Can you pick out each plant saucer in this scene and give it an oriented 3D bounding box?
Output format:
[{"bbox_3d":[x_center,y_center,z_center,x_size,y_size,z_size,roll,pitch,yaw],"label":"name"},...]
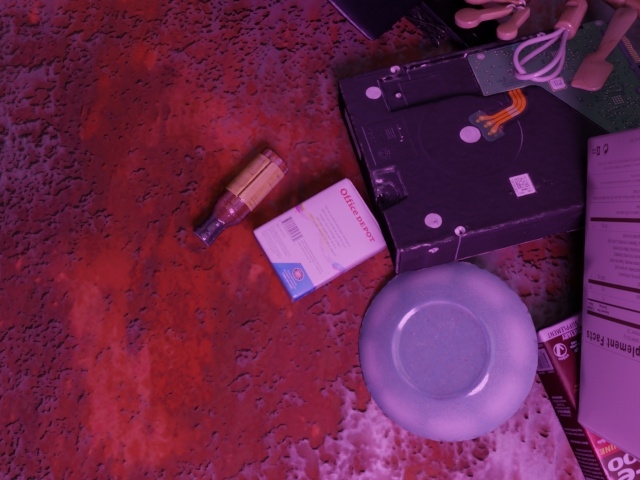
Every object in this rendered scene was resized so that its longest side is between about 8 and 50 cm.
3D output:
[{"bbox_3d":[0.129,0.115,0.878,0.195,0.037,0.195,-3,81,18],"label":"plant saucer"}]

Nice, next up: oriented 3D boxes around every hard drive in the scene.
[{"bbox_3d":[0.211,-0.112,0.913,0.339,0.064,0.237,-15,62,-5],"label":"hard drive"}]

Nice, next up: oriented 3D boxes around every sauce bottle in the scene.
[{"bbox_3d":[-0.091,-0.048,0.931,0.042,0.042,0.128,44,80,6],"label":"sauce bottle"}]

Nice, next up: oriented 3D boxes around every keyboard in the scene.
[{"bbox_3d":[0.125,-0.291,1.000,0.192,0.038,0.100,47,57,8],"label":"keyboard"}]

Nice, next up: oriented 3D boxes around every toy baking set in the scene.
[{"bbox_3d":[0.269,-0.250,0.938,0.197,0.030,0.256,-28,51,-13],"label":"toy baking set"}]

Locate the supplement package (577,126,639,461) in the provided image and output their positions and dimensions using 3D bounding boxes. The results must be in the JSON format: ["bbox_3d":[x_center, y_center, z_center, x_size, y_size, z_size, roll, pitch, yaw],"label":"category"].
[{"bbox_3d":[0.356,0.046,0.757,0.177,0.175,0.293,1,92,-6],"label":"supplement package"}]

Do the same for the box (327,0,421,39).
[{"bbox_3d":[0.061,-0.556,0.828,0.480,0.297,0.472,-39,80,13],"label":"box"}]

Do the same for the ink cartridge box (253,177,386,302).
[{"bbox_3d":[0.000,0.000,0.920,0.122,0.052,0.088,-30,82,-7],"label":"ink cartridge box"}]

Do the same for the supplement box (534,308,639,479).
[{"bbox_3d":[0.329,0.185,0.885,0.130,0.073,0.239,-22,81,-7],"label":"supplement box"}]
